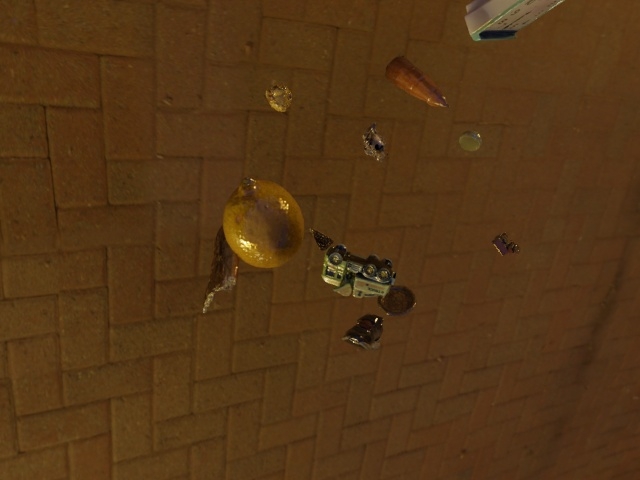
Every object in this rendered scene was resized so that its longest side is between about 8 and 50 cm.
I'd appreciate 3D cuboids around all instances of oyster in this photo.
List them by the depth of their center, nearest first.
[{"bbox_3d":[0.159,-0.288,1.573,0.106,0.200,0.061,47,117,-3],"label":"oyster"}]

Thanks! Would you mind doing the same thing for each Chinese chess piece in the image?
[{"bbox_3d":[0.559,-0.371,1.931,0.084,0.084,0.034,46,57,-36],"label":"Chinese chess piece"}]

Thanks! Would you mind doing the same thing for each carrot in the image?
[{"bbox_3d":[0.254,-0.390,1.324,0.072,0.205,0.072,-30,150,-19],"label":"carrot"}]

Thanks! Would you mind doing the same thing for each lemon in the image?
[{"bbox_3d":[-0.134,-0.038,1.219,0.188,0.188,0.256,-30,133,-16],"label":"lemon"}]

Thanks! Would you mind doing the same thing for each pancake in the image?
[{"bbox_3d":[0.213,0.167,1.455,0.115,0.115,0.011,-25,135,-20],"label":"pancake"},{"bbox_3d":[-0.294,0.095,1.522,0.057,0.266,0.244,15,111,-20],"label":"pancake"}]

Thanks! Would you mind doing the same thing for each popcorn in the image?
[{"bbox_3d":[-0.133,-0.428,1.549,0.084,0.084,0.084,-12,116,-26],"label":"popcorn"}]

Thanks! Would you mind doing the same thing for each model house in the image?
[{"bbox_3d":[0.636,0.022,1.784,0.083,0.057,0.058,53,51,-9],"label":"model house"}]

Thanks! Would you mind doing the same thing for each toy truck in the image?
[{"bbox_3d":[0.096,0.092,1.353,0.191,0.085,0.116,17,111,5],"label":"toy truck"}]

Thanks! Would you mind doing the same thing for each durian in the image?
[{"bbox_3d":[0.007,-0.008,1.733,0.052,0.066,0.130,-32,146,12],"label":"durian"}]

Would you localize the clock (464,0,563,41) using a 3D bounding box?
[{"bbox_3d":[0.545,-0.653,1.419,0.262,0.231,0.116,-25,90,-44],"label":"clock"}]

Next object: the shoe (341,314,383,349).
[{"bbox_3d":[0.141,0.280,1.623,0.112,0.099,0.227,-68,158,-5],"label":"shoe"}]
